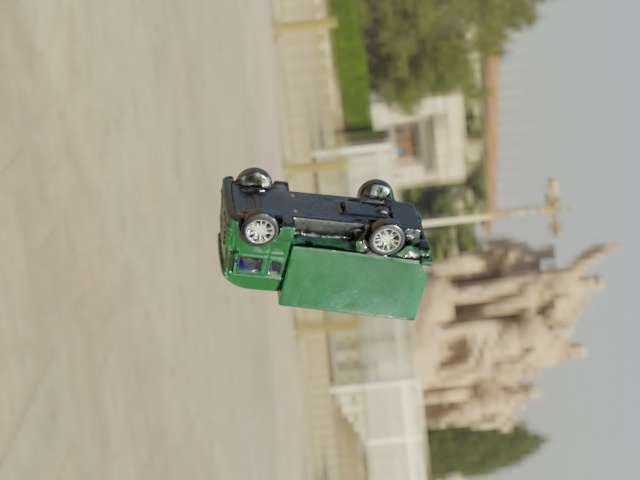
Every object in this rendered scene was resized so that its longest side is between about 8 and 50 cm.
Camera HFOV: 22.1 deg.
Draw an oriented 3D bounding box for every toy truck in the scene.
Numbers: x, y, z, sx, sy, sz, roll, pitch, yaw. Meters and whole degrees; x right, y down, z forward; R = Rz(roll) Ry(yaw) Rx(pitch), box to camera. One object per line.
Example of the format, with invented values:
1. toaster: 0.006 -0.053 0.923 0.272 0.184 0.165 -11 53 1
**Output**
1. toy truck: 0.000 0.000 1.126 0.065 0.147 0.079 -102 -157 -55
